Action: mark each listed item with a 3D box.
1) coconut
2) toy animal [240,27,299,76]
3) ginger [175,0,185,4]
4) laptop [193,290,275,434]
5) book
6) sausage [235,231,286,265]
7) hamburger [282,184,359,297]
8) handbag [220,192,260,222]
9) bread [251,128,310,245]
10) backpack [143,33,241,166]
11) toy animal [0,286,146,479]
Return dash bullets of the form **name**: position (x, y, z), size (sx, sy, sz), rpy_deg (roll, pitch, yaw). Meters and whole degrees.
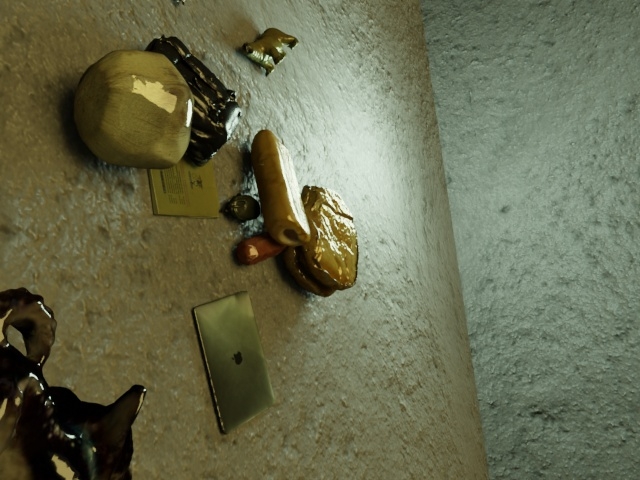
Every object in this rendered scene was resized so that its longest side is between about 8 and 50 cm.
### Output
- **coconut**: position (-0.316, -0.230, 1.046), size (0.224, 0.224, 0.224), rpy_deg (32, 51, -52)
- **toy animal**: position (-0.143, -0.517, 1.594), size (0.101, 0.103, 0.218), rpy_deg (44, 41, -15)
- **ginger**: position (-0.369, -0.650, 1.265), size (0.290, 0.084, 0.122), rpy_deg (50, 60, -45)
- **laptop**: position (-0.181, 0.253, 1.261), size (0.188, 0.015, 0.269), rpy_deg (-14, 90, -61)
- **book**: position (-0.286, -0.131, 1.239), size (0.192, 0.013, 0.168), rpy_deg (1, 77, -60)
- **sausage**: position (-0.144, 0.018, 1.380), size (0.169, 0.065, 0.065), rpy_deg (-23, 98, -61)
- **hamburger**: position (0.000, 0.001, 1.559), size (0.259, 0.145, 0.283), rpy_deg (44, 46, -40)
- **handbag**: position (-0.183, -0.076, 1.362), size (0.111, 0.047, 0.072), rpy_deg (-7, 88, -61)
- **bread**: position (-0.105, -0.125, 1.424), size (0.142, 0.091, 0.305), rpy_deg (39, 31, -53)
- **backpack**: position (-0.270, -0.302, 1.232), size (0.258, 0.133, 0.206), rpy_deg (50, 29, -22)
- **toy animal**: position (-0.359, 0.252, 0.771), size (0.344, 0.194, 0.302), rpy_deg (53, 42, -45)
